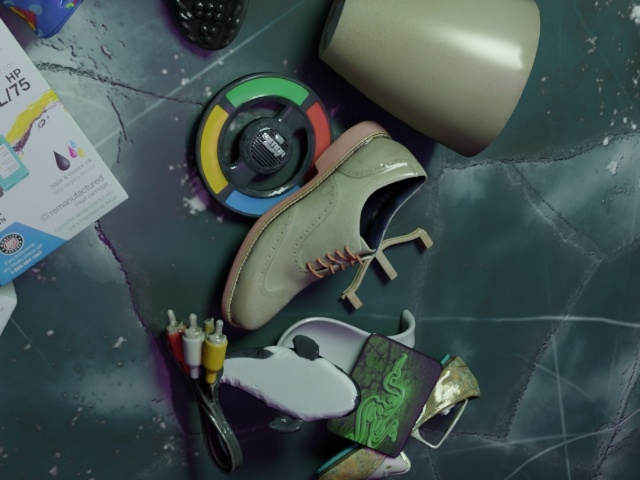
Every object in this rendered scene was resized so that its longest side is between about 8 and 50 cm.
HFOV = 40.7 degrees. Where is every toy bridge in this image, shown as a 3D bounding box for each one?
[{"bbox_3d":[0.108,0.040,1.500,0.188,0.026,0.063,-39,116,-9],"label":"toy bridge"}]

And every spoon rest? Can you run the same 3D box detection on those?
[{"bbox_3d":[0.049,0.181,1.484,0.276,0.084,0.137,-11,110,-23],"label":"spoon rest"}]

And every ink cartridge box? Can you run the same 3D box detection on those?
[{"bbox_3d":[-0.419,-0.125,1.099,0.198,0.197,0.270,-38,118,-11],"label":"ink cartridge box"}]

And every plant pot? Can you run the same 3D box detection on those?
[{"bbox_3d":[0.146,-0.290,1.309,0.274,0.256,0.256,17,98,-13],"label":"plant pot"}]

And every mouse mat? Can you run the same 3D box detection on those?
[{"bbox_3d":[0.110,0.266,1.475,0.152,0.007,0.190,25,93,-17],"label":"mouse mat"}]

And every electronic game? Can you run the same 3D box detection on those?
[{"bbox_3d":[-0.085,-0.145,1.337,0.229,0.048,0.229,-8,109,-23],"label":"electronic game"}]

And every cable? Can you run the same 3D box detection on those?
[{"bbox_3d":[-0.193,0.236,1.351,0.072,0.139,0.287,-25,119,-52],"label":"cable"}]

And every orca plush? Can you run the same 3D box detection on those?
[{"bbox_3d":[-0.063,0.237,1.394,0.102,0.287,0.151,33,51,-66],"label":"orca plush"}]

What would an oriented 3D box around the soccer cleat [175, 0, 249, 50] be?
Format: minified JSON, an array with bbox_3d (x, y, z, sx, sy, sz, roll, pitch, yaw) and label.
[{"bbox_3d":[-0.142,-0.425,1.197,0.108,0.116,0.318,6,123,5],"label":"soccer cleat"}]

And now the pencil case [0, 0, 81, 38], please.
[{"bbox_3d":[-0.410,-0.393,1.063,0.133,0.119,0.306,-47,119,2],"label":"pencil case"}]

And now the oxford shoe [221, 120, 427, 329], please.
[{"bbox_3d":[0.000,0.000,1.339,0.397,0.146,0.140,-52,147,7],"label":"oxford shoe"}]

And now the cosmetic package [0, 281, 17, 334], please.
[{"bbox_3d":[-0.520,0.110,1.151,0.151,0.151,0.184,25,94,-28],"label":"cosmetic package"}]

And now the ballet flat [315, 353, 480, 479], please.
[{"bbox_3d":[0.150,0.350,1.555,0.348,0.123,0.123,-39,118,-13],"label":"ballet flat"}]
